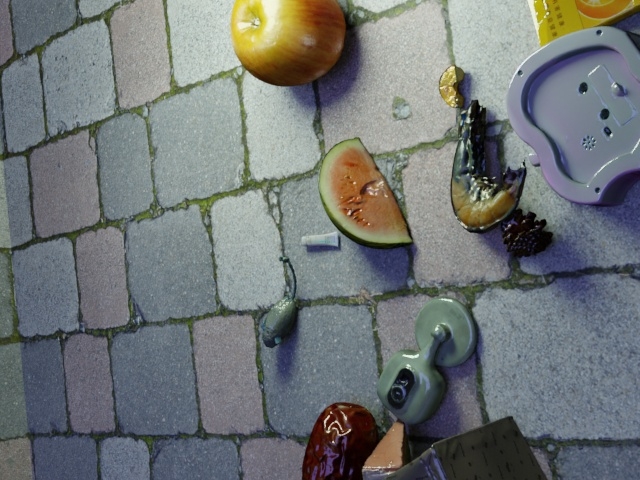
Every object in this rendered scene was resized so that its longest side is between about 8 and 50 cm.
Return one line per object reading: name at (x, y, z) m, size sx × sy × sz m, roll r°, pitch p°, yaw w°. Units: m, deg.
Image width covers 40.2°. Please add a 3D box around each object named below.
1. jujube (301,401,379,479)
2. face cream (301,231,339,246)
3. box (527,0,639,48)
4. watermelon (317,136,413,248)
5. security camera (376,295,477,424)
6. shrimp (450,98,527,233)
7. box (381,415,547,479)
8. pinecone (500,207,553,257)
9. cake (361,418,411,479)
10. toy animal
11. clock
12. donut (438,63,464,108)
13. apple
jujube at (0.048, 0.507, 2.051) m, size 0.174 × 0.174 × 0.250 m, roll 13°, pitch 89°, yaw 40°
face cream at (0.000, 0.000, 2.166) m, size 0.115 × 0.020 × 0.038 m, roll -5°, pitch 87°, yaw 40°
box at (0.530, -0.484, 1.679) m, size 0.269 × 0.043 × 0.152 m, roll -20°, pitch 79°, yaw 40°
watermelon at (0.080, -0.077, 2.063) m, size 0.128 × 0.159 × 0.303 m, roll 100°, pitch 146°, yaw -64°
security camera at (0.234, 0.264, 1.939) m, size 0.157 × 0.080 × 0.301 m, roll 39°, pitch 112°, yaw 34°
shrimp at (0.347, -0.160, 1.807) m, size 0.222 × 0.054 × 0.290 m, roll -10°, pitch 78°, yaw 61°
box at (0.297, 0.516, 1.747) m, size 0.190 × 0.297 × 0.225 m, roll -43°, pitch 65°, yaw 36°
pinecone at (0.408, -0.013, 1.764) m, size 0.109 × 0.102 × 0.102 m, roll 40°, pitch 118°, yaw 53°
cake at (0.174, 0.484, 1.903) m, size 0.090 × 0.225 × 0.109 m, roll -7°, pitch 106°, yaw 28°
toy animal at (-0.093, 0.160, 2.213) m, size 0.070 × 0.079 × 0.252 m, roll 21°, pitch 107°, yaw 16°
clock at (0.514, -0.236, 1.663) m, size 0.339 × 0.102 × 0.338 m, roll 2°, pitch 92°, yaw 41°
donut at (0.293, -0.330, 1.893) m, size 0.067 × 0.038 × 0.083 m, roll -41°, pitch 70°, yaw 31°
apple at (-0.082, -0.506, 2.084) m, size 0.286 × 0.233 × 0.286 m, roll 2°, pitch 92°, yaw 42°
